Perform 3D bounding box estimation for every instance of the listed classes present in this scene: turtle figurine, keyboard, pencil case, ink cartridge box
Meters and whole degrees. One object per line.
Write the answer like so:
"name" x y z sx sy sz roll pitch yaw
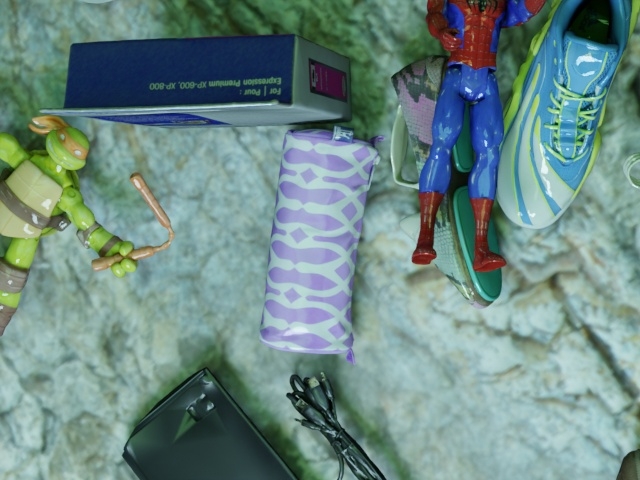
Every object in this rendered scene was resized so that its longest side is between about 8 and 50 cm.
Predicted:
"turtle figurine" -0.275 -0.036 1.689 0.269 0.087 0.217 39 107 -3
"keyboard" -0.016 0.243 1.691 0.201 0.033 0.317 -40 87 16
"pencil case" 0.000 0.000 1.649 0.088 0.086 0.206 7 97 -18
"ink cartridge box" -0.086 -0.123 1.506 0.176 0.371 0.069 -1 94 9

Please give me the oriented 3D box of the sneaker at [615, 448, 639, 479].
"sneaker" 0.251 0.272 1.627 0.071 0.066 0.188 1 93 11

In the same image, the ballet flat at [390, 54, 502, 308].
"ballet flat" 0.102 -0.047 1.636 0.079 0.077 0.221 -12 86 29

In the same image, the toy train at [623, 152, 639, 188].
"toy train" 0.338 -0.093 1.601 0.125 0.046 0.166 39 96 7

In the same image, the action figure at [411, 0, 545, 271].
"action figure" 0.132 -0.125 1.542 0.091 0.139 0.280 6 78 -11

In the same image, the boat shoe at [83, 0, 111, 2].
"boat shoe" -0.120 -0.309 1.645 0.096 0.088 0.267 45 109 11

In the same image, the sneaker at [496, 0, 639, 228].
"sneaker" 0.199 -0.124 1.580 0.091 0.126 0.240 17 96 9
